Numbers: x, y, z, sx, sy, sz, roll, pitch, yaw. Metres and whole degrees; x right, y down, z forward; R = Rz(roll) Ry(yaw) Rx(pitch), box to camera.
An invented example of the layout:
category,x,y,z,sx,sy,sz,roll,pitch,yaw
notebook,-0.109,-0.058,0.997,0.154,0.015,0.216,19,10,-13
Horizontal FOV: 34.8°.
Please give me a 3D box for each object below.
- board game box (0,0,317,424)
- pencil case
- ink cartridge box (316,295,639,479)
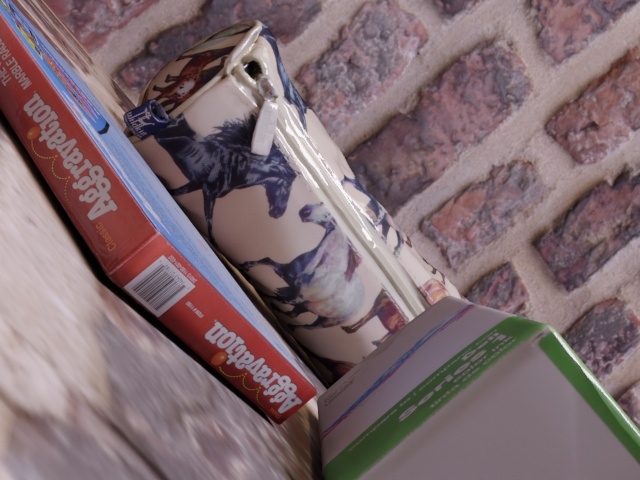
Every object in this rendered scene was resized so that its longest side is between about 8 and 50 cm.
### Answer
category,x,y,z,sx,sy,sz,roll,pitch,yaw
board game box,-0.109,-0.042,0.487,0.281,0.027,0.145,49,-3,39
pencil case,0.000,0.000,0.927,0.410,0.160,0.183,51,-18,-17
ink cartridge box,0.104,0.141,0.514,0.201,0.117,0.278,50,-1,0
